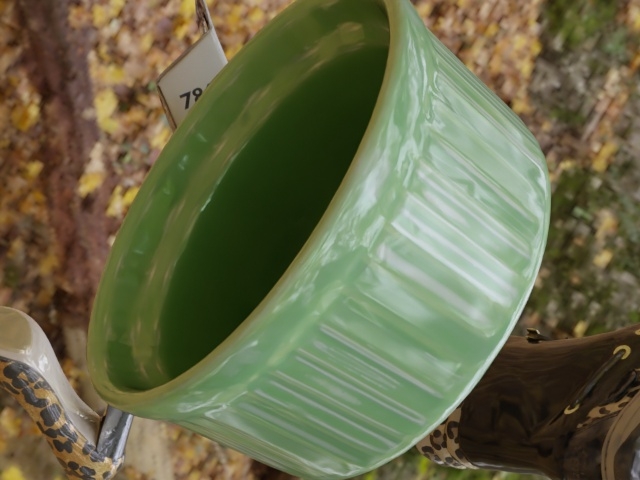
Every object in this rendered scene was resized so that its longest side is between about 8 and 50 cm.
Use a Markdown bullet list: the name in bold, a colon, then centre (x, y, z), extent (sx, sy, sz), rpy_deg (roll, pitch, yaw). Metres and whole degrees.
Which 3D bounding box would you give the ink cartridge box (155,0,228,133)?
- **ink cartridge box**: centre (-0.066, -0.036, 1.013), extent (0.065, 0.333, 0.165), rpy_deg (-21, 177, -5)

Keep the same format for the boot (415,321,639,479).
- **boot**: centre (0.292, 0.122, 1.225), extent (0.284, 0.138, 0.377), rpy_deg (-3, -150, 48)

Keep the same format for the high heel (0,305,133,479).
- **high heel**: centre (-0.327, 0.174, 1.329), extent (0.093, 0.261, 0.186), rpy_deg (-81, -169, -62)

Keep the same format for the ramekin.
- **ramekin**: centre (0.000, 0.000, 0.779), extent (0.303, 0.148, 0.303), rpy_deg (-41, -151, 30)
